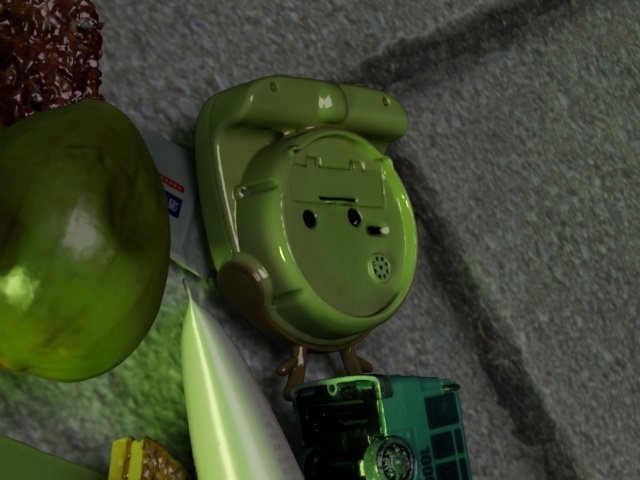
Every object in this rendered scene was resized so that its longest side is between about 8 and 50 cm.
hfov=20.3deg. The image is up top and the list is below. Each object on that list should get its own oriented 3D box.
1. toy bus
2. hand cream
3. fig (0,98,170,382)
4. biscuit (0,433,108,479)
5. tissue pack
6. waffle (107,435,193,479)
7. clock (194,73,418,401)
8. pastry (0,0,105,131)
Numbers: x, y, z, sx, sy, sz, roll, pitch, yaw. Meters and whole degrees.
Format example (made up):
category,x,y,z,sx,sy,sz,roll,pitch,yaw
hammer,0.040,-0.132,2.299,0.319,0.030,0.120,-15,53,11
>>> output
category,x,y,z,sx,sy,sz,roll,pitch,yaw
toy bus,0.068,0.248,1.646,0.147,0.128,0.256,-4,84,-46
hand cream,-0.065,0.212,1.561,0.118,0.185,0.359,-18,82,-1
fig,-0.219,-0.005,1.448,0.207,0.207,0.230,16,95,-37
biscuit,-0.304,0.186,1.421,0.322,0.038,0.099,24,53,-32
tissue pack,-0.166,-0.052,1.665,0.193,0.026,0.123,29,54,-31
waffle,-0.146,0.248,1.504,0.102,0.042,0.148,54,34,-56
clock,0.000,0.000,1.728,0.235,0.096,0.308,2,78,-47
pastry,-0.254,-0.163,1.586,0.115,0.097,0.209,16,62,-44
